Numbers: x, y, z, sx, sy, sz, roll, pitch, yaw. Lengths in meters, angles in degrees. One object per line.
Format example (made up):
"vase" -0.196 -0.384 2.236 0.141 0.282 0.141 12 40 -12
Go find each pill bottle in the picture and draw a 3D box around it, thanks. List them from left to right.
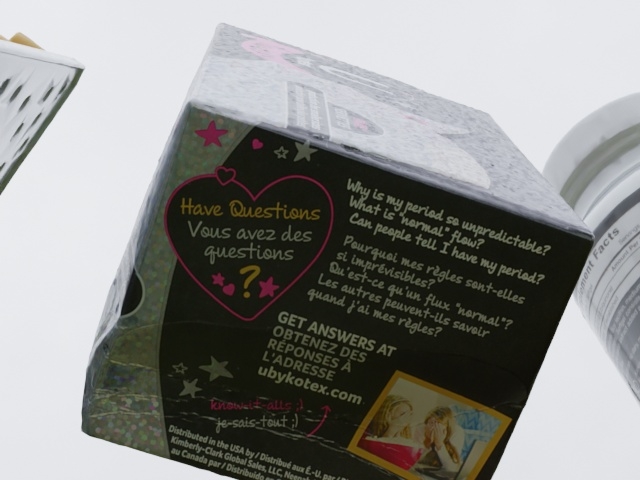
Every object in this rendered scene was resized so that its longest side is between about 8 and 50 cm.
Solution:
"pill bottle" 0.260 0.038 0.857 0.162 0.278 0.162 -13 -42 -12

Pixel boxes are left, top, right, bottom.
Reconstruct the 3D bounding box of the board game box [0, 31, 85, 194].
"board game box" -0.270 0.055 0.636 0.050 0.390 0.390 36 -87 -5

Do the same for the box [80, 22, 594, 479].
"box" 0.000 0.000 0.591 0.163 0.247 0.142 19 -77 -7
